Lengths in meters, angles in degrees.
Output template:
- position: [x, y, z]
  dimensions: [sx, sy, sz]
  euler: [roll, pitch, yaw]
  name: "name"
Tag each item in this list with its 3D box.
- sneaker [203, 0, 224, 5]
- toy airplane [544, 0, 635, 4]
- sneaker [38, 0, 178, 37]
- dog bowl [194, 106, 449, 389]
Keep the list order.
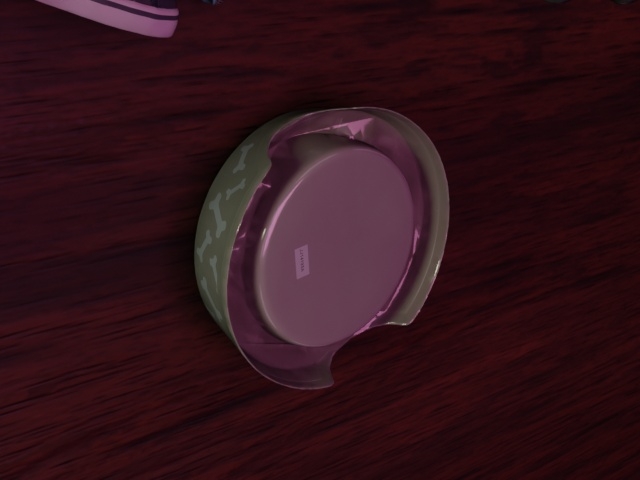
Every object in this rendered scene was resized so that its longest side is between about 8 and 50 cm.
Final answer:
- position: [-0.129, -0.299, 1.064]
  dimensions: [0.076, 0.065, 0.166]
  euler: [-54, 133, -6]
  name: "sneaker"
- position: [0.224, -0.448, 1.112]
  dimensions: [0.386, 0.384, 0.272]
  euler: [-75, -174, -56]
  name: "toy airplane"
- position: [-0.244, -0.272, 0.919]
  dimensions: [0.321, 0.126, 0.127]
  euler: [12, 104, -44]
  name: "sneaker"
- position: [0.000, 0.000, 1.281]
  dimensions: [0.349, 0.102, 0.348]
  euler: [-18, 118, -37]
  name: "dog bowl"
